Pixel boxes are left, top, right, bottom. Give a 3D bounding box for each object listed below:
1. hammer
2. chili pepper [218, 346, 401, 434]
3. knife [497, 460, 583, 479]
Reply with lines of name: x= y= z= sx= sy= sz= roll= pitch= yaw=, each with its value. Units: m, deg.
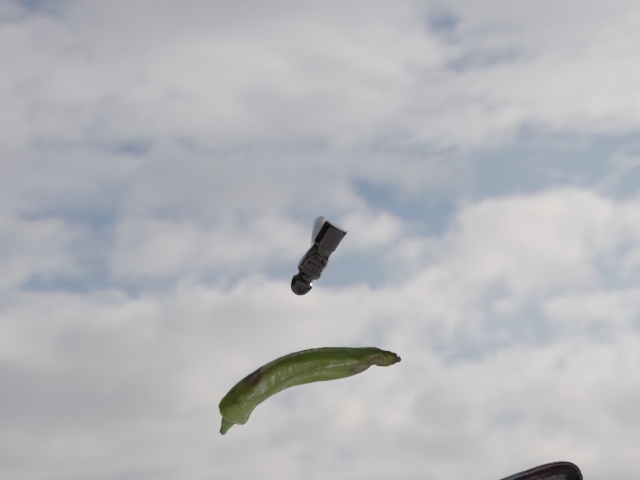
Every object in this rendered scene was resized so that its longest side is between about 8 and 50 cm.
hammer: x=0.000 y=0.000 z=1.188 sx=0.021 sy=0.065 sz=0.178 roll=31 pitch=11 yaw=-4
chili pepper: x=-0.022 y=0.139 z=1.450 sx=0.208 sy=0.049 sz=0.043 roll=-24 pitch=-37 yaw=10
knife: x=0.117 y=0.262 z=1.329 sx=0.278 sy=0.123 sz=0.053 roll=-19 pitch=-6 yaw=-18
